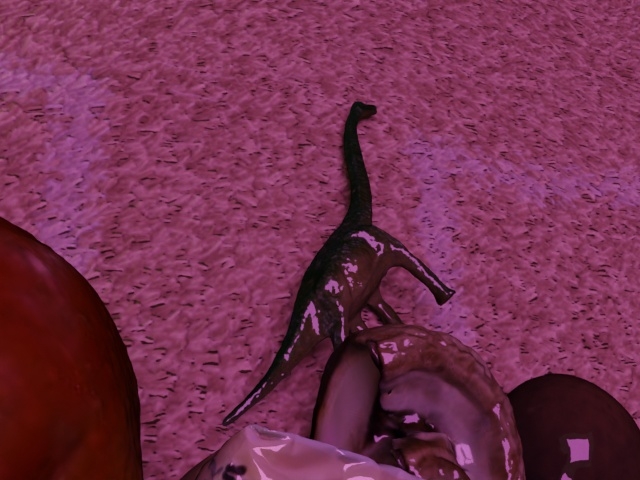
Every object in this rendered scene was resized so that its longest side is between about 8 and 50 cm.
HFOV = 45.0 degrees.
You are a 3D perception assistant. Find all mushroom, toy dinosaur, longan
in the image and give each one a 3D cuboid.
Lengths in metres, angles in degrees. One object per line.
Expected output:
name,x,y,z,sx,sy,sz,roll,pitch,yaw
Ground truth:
mushroom,0.092,0.221,0.739,0.164,0.189,0.267,1,68,-29
toy dinosaur,0.000,0.000,0.902,0.447,0.087,0.301,-30,74,-35
longan,0.250,0.233,0.785,0.184,0.159,0.204,67,23,-3

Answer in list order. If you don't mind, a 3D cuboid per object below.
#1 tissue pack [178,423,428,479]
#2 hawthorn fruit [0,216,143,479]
tissue pack,-0.067,0.367,0.508,0.205,0.332,0.405,23,56,-16
hawthorn fruit,-0.286,0.130,0.487,0.403,0.403,0.402,8,59,-13
